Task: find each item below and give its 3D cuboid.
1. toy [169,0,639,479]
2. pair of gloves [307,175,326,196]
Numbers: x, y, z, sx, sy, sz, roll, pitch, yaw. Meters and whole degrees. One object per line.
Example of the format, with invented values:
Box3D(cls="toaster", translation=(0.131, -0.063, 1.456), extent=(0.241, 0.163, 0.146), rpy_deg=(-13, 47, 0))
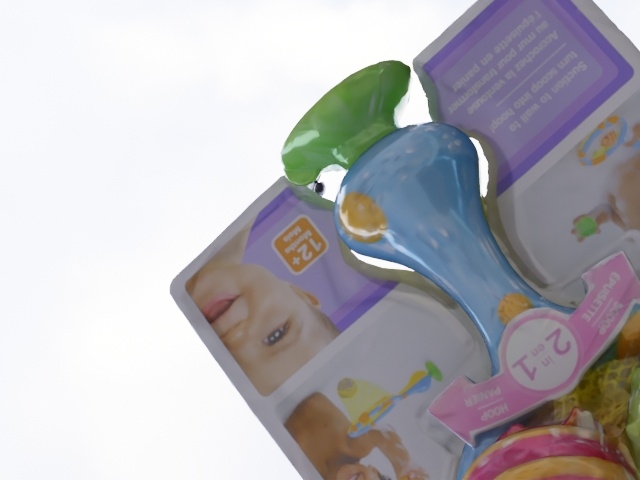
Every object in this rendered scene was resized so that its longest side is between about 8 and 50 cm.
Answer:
Box3D(cls="toy", translation=(0.068, 0.050, 0.428), extent=(0.137, 0.056, 0.237), rpy_deg=(-42, -115, 9))
Box3D(cls="pair of gloves", translation=(0.000, 0.000, 0.853), extent=(0.010, 0.074, 0.083), rpy_deg=(-6, -108, -11))
